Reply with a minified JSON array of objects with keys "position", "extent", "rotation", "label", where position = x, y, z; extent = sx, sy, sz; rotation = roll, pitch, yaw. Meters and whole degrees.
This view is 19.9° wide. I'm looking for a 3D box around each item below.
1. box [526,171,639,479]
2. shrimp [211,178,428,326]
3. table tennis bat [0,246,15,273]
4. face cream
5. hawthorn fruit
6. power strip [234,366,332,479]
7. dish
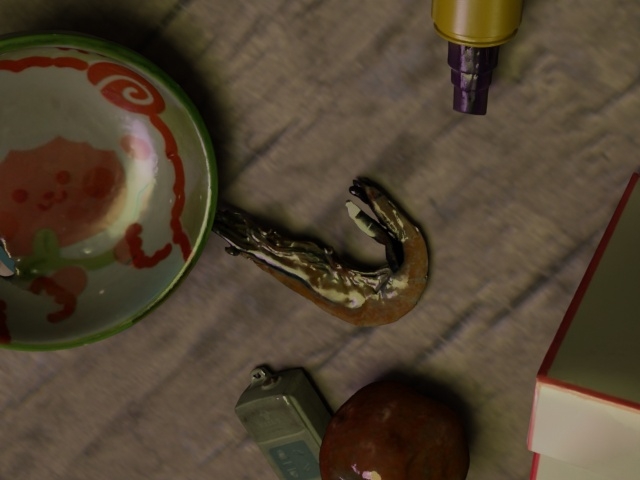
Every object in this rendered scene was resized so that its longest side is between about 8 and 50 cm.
[{"position":[0.349,0.173,1.529],"extent":[0.312,0.314,0.300],"rotation":[15,129,16],"label":"box"},{"position":[0.000,0.000,1.749],"extent":[0.219,0.046,0.152],"rotation":[24,129,5],"label":"shrimp"},{"position":[-0.281,-0.005,1.899],"extent":[0.155,0.019,0.100],"rotation":[-23,109,36],"label":"table tennis bat"},{"position":[0.133,-0.226,1.519],"extent":[0.078,0.078,0.273],"rotation":[13,125,17],"label":"face cream"},{"position":[0.054,0.222,1.794],"extent":[0.149,0.189,0.149],"rotation":[39,145,36],"label":"hawthorn fruit"},{"position":[0.004,0.249,1.906],"extent":[0.078,0.052,0.272],"rotation":[-18,111,33],"label":"power strip"},{"position":[-0.267,-0.063,1.753],"extent":[0.324,0.124,0.324],"rotation":[-6,116,-12],"label":"dish"}]
